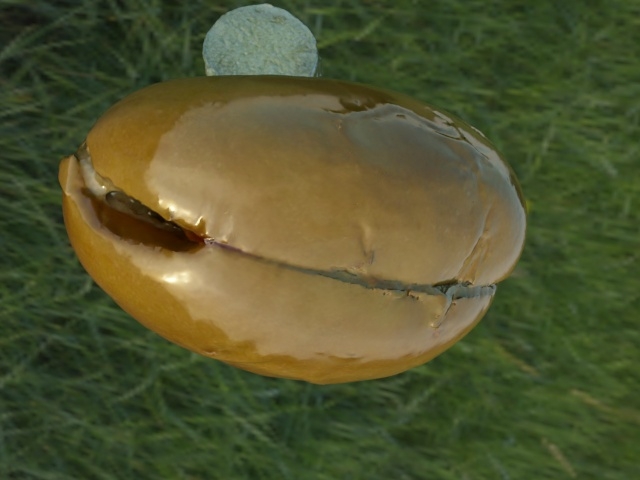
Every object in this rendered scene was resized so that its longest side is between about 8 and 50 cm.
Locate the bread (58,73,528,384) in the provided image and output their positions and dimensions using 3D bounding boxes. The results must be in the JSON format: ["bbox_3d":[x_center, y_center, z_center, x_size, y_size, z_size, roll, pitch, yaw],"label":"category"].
[{"bbox_3d":[0.000,0.000,0.511,0.189,0.077,0.114,9,124,-37],"label":"bread"}]

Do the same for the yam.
[{"bbox_3d":[-0.033,-0.090,0.905,0.179,0.078,0.078,78,31,-75],"label":"yam"}]
